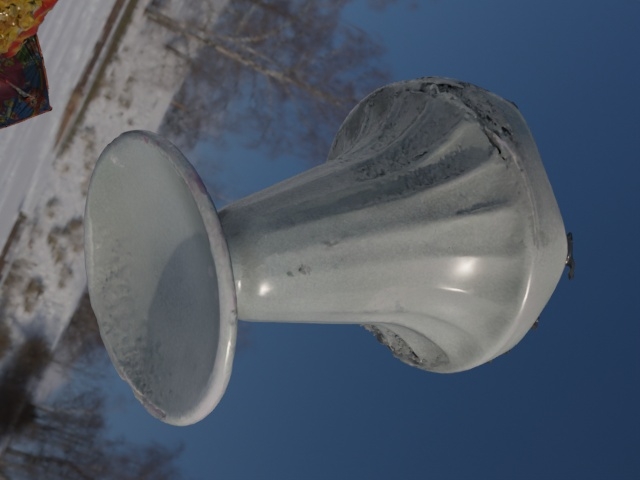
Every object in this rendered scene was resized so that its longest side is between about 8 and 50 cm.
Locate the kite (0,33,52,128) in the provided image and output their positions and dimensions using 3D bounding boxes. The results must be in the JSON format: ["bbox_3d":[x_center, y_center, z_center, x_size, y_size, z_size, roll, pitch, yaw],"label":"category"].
[{"bbox_3d":[-0.352,-0.178,0.959,0.010,0.159,0.190,20,-100,31],"label":"kite"}]

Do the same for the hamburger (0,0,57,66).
[{"bbox_3d":[-0.333,-0.239,0.642,0.276,0.294,0.179,-23,-139,8],"label":"hamburger"}]

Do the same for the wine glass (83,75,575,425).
[{"bbox_3d":[0.000,0.000,0.428,0.165,0.196,0.165,11,-75,50],"label":"wine glass"}]
